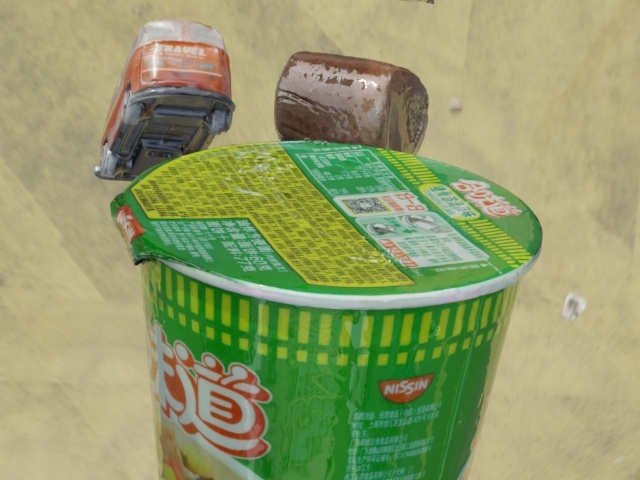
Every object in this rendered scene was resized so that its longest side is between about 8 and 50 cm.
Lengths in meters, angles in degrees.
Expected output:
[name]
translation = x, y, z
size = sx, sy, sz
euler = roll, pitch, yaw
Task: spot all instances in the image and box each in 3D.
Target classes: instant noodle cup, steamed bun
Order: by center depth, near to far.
[instant noodle cup]
translation = -0.006, 0.089, 0.765
size = 0.207, 0.207, 0.232
euler = 8, 113, 6
[steamed bun]
translation = 0.027, -0.122, 1.484
size = 0.145, 0.175, 0.106
euler = 11, 87, 19

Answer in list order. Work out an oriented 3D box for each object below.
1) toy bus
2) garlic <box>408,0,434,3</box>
[toy bus]
translation = -0.111, -0.096, 1.072
size = 0.079, 0.174, 0.077
euler = 5, 70, -15
[garlic]
translation = 0.098, -0.418, 1.799
size = 0.318, 0.259, 0.317
euler = 6, 35, -4
